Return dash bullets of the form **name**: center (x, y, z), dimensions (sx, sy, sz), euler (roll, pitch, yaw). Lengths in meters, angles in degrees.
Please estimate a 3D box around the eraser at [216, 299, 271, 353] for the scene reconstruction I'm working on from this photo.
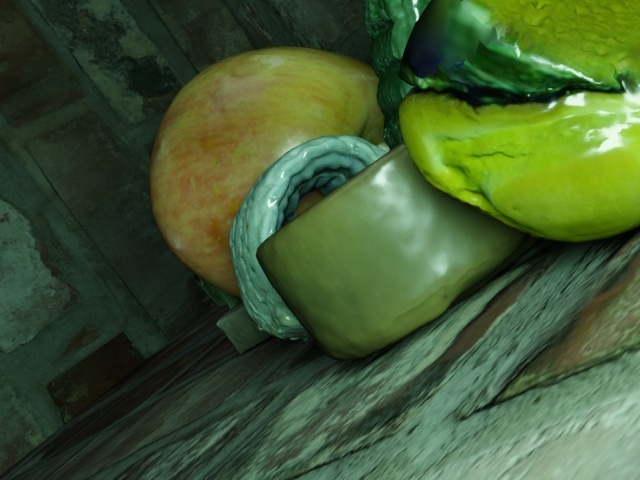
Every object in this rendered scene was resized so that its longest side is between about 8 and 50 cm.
- **eraser**: center (-0.010, 0.050, 1.982), dimensions (0.343, 0.078, 0.144), euler (-40, 5, -36)

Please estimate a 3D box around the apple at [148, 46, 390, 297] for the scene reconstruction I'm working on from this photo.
- **apple**: center (-0.032, -0.095, 1.737), dimensions (0.346, 0.391, 0.391), euler (-21, 13, 45)

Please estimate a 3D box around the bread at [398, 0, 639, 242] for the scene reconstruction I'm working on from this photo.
- **bread**: center (0.224, -0.139, 0.995), dimensions (0.376, 0.251, 0.208), euler (-41, -28, -50)

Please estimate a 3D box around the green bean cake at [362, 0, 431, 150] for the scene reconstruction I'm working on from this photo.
- **green bean cake**: center (0.225, -0.204, 1.452), dimensions (0.307, 0.300, 0.169), euler (-13, 4, -9)

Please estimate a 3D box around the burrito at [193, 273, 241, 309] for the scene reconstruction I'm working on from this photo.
- **burrito**: center (-0.138, 0.062, 2.035), dimensions (0.089, 0.229, 0.144), euler (-9, 56, 19)

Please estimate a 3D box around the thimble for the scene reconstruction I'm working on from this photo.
- **thimble**: center (0.000, 0.000, 1.454), dimensions (0.250, 0.205, 0.172), euler (-67, 12, -15)

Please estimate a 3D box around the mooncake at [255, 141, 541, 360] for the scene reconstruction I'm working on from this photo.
- **mooncake**: center (0.086, -0.008, 1.166), dimensions (0.284, 0.155, 0.284), euler (-37, 1, 1)
